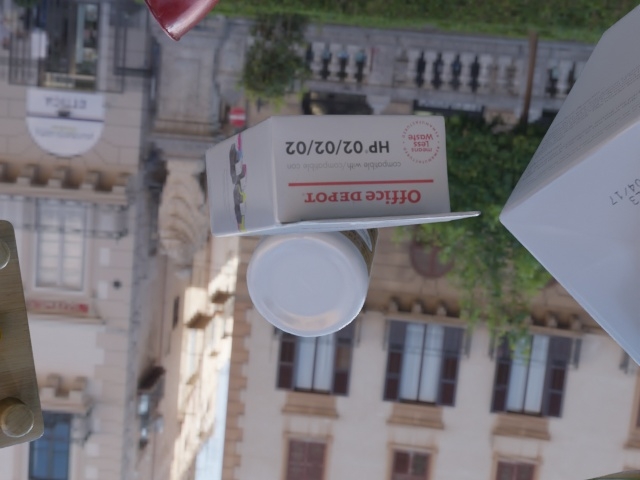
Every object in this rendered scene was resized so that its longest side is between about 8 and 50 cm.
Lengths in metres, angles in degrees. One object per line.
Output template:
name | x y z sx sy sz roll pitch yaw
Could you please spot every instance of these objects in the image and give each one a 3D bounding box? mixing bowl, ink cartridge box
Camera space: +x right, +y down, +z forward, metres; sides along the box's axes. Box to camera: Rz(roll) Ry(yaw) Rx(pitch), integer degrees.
mixing bowl | -0.162 -0.333 1.083 0.098 0.181 0.181 -22 -174 8
ink cartridge box | 0.005 -0.036 0.550 0.104 0.061 0.181 -3 180 -21

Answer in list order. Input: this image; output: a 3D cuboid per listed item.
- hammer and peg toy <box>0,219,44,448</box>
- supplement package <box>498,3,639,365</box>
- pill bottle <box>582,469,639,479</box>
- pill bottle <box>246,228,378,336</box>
hammer and peg toy | -0.486 0.131 0.978 0.361 0.266 0.127 -11 -174 -28
supplement package | 0.277 -0.072 0.621 0.177 0.175 0.293 -40 -172 45
pill bottle | 0.161 0.183 0.462 0.136 0.136 0.246 10 172 25
pill bottle | 0.000 0.000 1.089 0.131 0.131 0.229 6 -154 6
